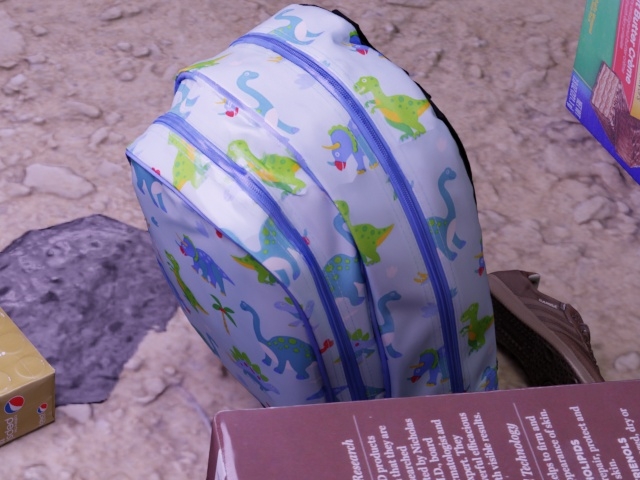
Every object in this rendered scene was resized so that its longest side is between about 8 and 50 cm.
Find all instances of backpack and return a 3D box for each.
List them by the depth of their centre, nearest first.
[{"bbox_3d":[0.000,0.000,1.292,0.273,0.355,0.290,-21,50,-28],"label":"backpack"}]

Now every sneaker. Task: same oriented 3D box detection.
[{"bbox_3d":[0.201,0.084,1.447,0.071,0.066,0.188,-16,47,-26],"label":"sneaker"}]

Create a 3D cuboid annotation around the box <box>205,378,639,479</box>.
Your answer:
[{"bbox_3d":[0.114,0.211,1.198,0.381,0.191,0.143,-3,43,-12],"label":"box"}]

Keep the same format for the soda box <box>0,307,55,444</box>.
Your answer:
[{"bbox_3d":[-0.281,0.080,1.379,0.061,0.058,0.181,-24,51,-31],"label":"soda box"}]

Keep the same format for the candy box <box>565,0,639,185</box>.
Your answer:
[{"bbox_3d":[0.370,-0.143,1.577,0.122,0.268,0.317,-18,48,-22],"label":"candy box"}]
